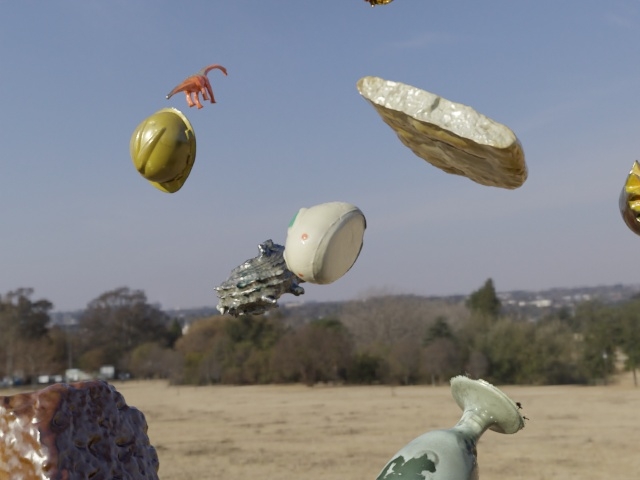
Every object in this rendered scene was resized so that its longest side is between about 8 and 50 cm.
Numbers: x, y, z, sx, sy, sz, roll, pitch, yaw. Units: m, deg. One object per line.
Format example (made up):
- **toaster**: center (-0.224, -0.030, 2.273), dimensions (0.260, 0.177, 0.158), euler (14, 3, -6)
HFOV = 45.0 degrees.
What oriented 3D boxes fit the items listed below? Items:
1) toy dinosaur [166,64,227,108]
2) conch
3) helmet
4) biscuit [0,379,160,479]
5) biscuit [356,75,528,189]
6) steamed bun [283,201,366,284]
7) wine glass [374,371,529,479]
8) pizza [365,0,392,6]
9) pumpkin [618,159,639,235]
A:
- **toy dinosaur**: center (-0.298, -0.386, 1.939), dimensions (0.055, 0.102, 0.279), euler (-13, 10, 22)
- **conch**: center (-0.160, 0.131, 2.164), dimensions (0.313, 0.186, 0.241), euler (-39, -6, -34)
- **helmet**: center (-0.482, -0.257, 2.237), dimensions (0.205, 0.257, 0.140), euler (27, 21, 23)
- **biscuit**: center (-0.459, 0.474, 1.515), dimensions (0.166, 0.395, 0.342), euler (-31, -21, 20)
- **biscuit**: center (0.355, -0.265, 2.015), dimensions (0.429, 0.104, 0.446), euler (24, -6, 33)
- **steamed bun**: center (0.000, 0.000, 1.655), dimensions (0.130, 0.177, 0.228), euler (21, 28, 24)
- **wine glass**: center (0.246, 0.444, 1.525), dimensions (0.357, 0.190, 0.190), euler (-44, 13, -29)
- **pizza**: center (0.135, -0.571, 1.750), dimensions (0.182, 0.063, 0.161), euler (-13, 27, -7)
- **pumpkin**: center (0.786, -0.054, 1.900), dimensions (0.254, 0.130, 0.149), euler (45, -33, -13)
